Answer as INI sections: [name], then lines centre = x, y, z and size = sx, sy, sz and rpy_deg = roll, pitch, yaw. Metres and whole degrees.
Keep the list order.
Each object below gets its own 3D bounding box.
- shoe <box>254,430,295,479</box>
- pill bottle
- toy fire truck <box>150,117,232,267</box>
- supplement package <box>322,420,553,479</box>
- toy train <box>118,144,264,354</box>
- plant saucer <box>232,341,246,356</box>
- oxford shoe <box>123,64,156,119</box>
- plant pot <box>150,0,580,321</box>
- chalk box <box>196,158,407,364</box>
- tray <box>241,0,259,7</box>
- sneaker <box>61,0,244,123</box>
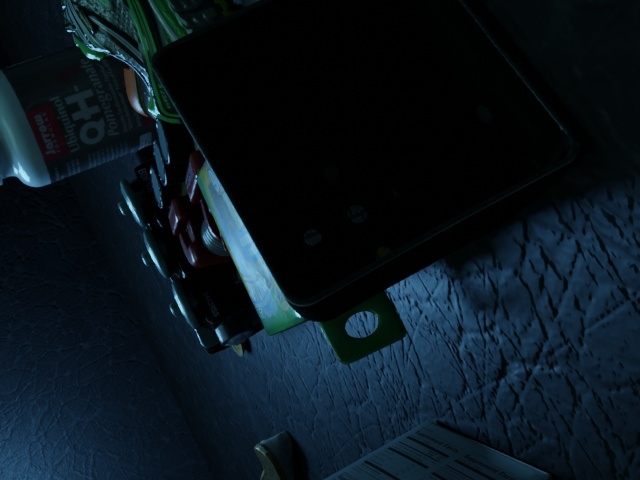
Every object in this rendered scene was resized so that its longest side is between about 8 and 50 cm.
[shoe]
centre = -0.070, 0.419, 1.474
size = 0.076, 0.058, 0.219
rpy_deg = 30, 147, 27
[pill bottle]
centre = -0.381, -0.184, 1.186
size = 0.176, 0.318, 0.176
rpy_deg = 50, 155, 34
[toy fire truck]
centre = -0.085, -0.014, 0.924
size = 0.217, 0.158, 0.246
rpy_deg = 131, 124, -68
[supplement package]
centre = 0.069, 0.321, 0.698
size = 0.198, 0.262, 0.199
rpy_deg = 2, 115, 67
[toy train]
centre = -0.190, 0.018, 1.215
size = 0.334, 0.142, 0.190
rpy_deg = 60, 169, 17
[plant saucer]
centre = -0.152, 0.166, 1.441
size = 0.083, 0.015, 0.083
rpy_deg = 50, 154, 36
[oxford shoe]
centre = -0.199, -0.258, 1.014
size = 0.098, 0.097, 0.271
rpy_deg = 30, 149, 26
[plant pot]
centre = 0.024, -0.051, 0.543
size = 0.188, 0.187, 0.167
rpy_deg = 58, 170, 19
[chalk box]
centre = 0.000, 0.000, 0.707
size = 0.213, 0.132, 0.132
rpy_deg = 66, 160, 3
[tray]
centre = -0.029, -0.271, 0.625
size = 0.145, 0.030, 0.270
rpy_deg = 49, 154, 36
[sneaker]
centre = -0.207, -0.252, 0.750
size = 0.343, 0.146, 0.134
rpy_deg = 50, -161, -12
